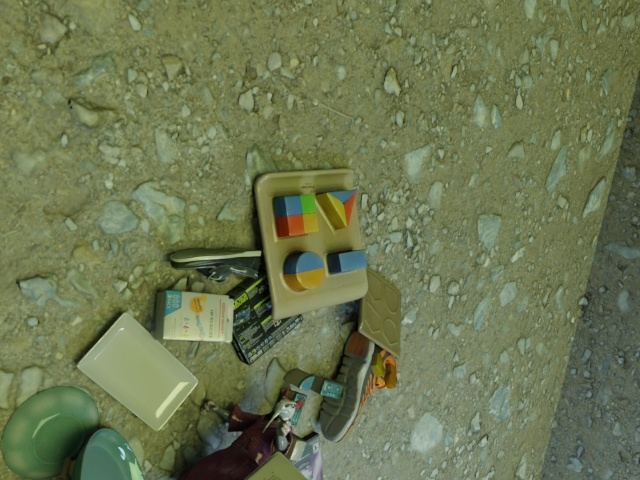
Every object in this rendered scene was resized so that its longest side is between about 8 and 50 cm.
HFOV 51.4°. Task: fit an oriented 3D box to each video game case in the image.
[{"bbox_3d":[-0.071,0.685,1.822,0.196,0.026,0.274,-20,113,-38],"label":"video game case"}]

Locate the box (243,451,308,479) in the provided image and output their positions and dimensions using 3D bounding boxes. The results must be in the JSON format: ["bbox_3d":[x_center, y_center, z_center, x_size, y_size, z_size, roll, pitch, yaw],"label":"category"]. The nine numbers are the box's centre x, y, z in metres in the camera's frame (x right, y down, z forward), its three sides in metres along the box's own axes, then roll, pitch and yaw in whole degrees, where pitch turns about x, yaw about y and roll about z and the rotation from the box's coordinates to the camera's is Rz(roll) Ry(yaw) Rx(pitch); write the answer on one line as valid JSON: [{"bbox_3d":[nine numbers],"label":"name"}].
[{"bbox_3d":[-0.096,0.589,1.418,0.127,0.149,0.232,-32,148,-36],"label":"box"}]

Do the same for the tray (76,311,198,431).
[{"bbox_3d":[-0.386,0.282,1.419,0.145,0.030,0.270,-52,130,-22],"label":"tray"}]

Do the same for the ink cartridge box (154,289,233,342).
[{"bbox_3d":[-0.261,0.167,1.441,0.182,0.062,0.104,8,77,-32],"label":"ink cartridge box"}]

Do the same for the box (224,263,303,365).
[{"bbox_3d":[-0.146,0.174,1.607,0.191,0.045,0.184,-39,122,-29],"label":"box"}]

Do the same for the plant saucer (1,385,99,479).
[{"bbox_3d":[-0.523,0.387,1.314,0.195,0.038,0.194,-14,111,-41],"label":"plant saucer"}]

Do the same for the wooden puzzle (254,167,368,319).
[{"bbox_3d":[0.000,0.000,1.632,0.322,0.081,0.347,-9,95,-43],"label":"wooden puzzle"}]

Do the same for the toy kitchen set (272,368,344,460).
[{"bbox_3d":[-0.027,0.459,1.736,0.166,0.122,0.207,27,82,-44],"label":"toy kitchen set"}]

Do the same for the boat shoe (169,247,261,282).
[{"bbox_3d":[-0.228,0.057,1.472,0.233,0.084,0.079,1,99,-46],"label":"boat shoe"}]

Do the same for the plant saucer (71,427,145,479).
[{"bbox_3d":[-0.413,0.534,1.314,0.044,0.317,0.317,-19,119,1],"label":"plant saucer"}]

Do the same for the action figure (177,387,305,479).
[{"bbox_3d":[-0.155,0.507,1.543,0.370,0.248,0.275,-42,127,-24],"label":"action figure"}]

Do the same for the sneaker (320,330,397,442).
[{"bbox_3d":[0.125,0.422,1.867,0.180,0.125,0.320,31,79,-42],"label":"sneaker"}]

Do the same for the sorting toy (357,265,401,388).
[{"bbox_3d":[0.158,0.237,1.832,0.229,0.041,0.307,42,43,-42],"label":"sorting toy"}]

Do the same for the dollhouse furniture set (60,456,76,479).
[{"bbox_3d":[-0.485,0.664,1.282,0.174,0.303,0.355,-18,122,1],"label":"dollhouse furniture set"}]
